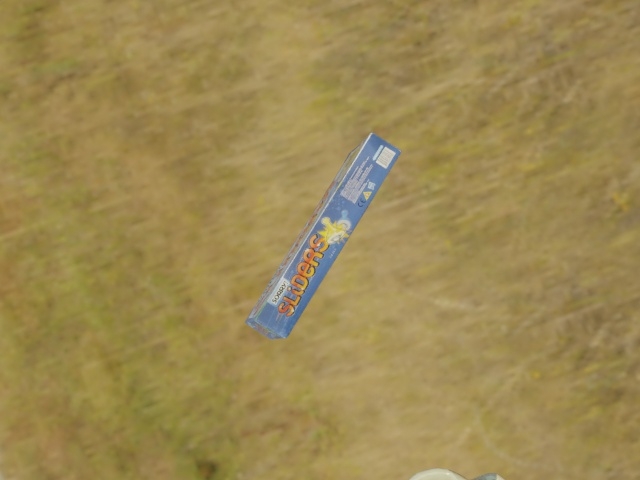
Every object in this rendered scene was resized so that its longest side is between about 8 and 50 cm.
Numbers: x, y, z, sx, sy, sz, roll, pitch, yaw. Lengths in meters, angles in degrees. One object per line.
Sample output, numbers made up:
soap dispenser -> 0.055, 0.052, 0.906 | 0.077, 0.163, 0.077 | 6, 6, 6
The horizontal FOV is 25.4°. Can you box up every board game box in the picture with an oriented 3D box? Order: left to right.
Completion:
board game box -> 0.000, 0.000, 1.333 | 0.035, 0.201, 0.136 | 32, 172, -4

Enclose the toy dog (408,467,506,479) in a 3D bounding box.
toy dog -> 0.140, 0.487, 1.839 | 0.284, 0.395, 0.408 | 42, 179, 7
